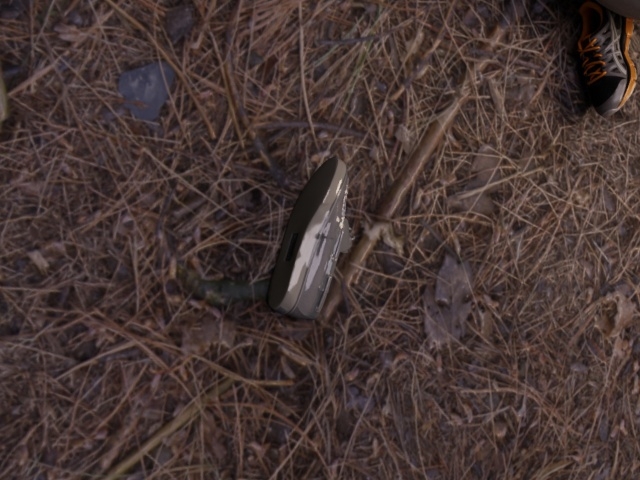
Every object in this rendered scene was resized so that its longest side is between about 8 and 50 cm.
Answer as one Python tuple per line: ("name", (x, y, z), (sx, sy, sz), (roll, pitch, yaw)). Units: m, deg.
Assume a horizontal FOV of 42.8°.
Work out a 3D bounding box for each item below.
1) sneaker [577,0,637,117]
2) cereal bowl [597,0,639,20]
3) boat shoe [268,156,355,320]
("sneaker", (0.465, -0.304, 1.355), (0.083, 0.084, 0.215), (14, 68, -22))
("cereal bowl", (0.528, -0.463, 1.332), (0.338, 0.141, 0.339), (10, 51, -13))
("boat shoe", (0.000, 0.001, 1.125), (0.081, 0.079, 0.228), (25, 79, -28))
